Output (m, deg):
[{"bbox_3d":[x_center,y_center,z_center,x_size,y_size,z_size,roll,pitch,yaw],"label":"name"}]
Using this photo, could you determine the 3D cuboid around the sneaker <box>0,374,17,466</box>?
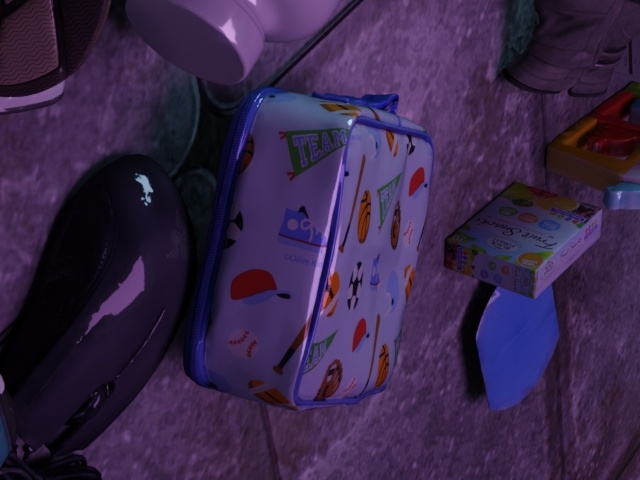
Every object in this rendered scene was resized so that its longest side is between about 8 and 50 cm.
[{"bbox_3d":[-0.242,0.080,1.064,0.121,0.108,0.302,-29,138,-51],"label":"sneaker"}]

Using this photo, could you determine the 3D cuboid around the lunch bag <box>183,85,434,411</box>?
[{"bbox_3d":[0.000,0.000,1.367,0.303,0.115,0.243,0,100,-75],"label":"lunch bag"}]

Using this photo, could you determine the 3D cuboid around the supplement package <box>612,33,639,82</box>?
[{"bbox_3d":[0.383,-0.310,1.857,0.262,0.145,0.204,-47,142,-36],"label":"supplement package"}]

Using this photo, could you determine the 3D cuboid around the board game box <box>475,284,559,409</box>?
[{"bbox_3d":[0.194,0.093,1.880,0.133,0.033,0.168,-44,136,-32],"label":"board game box"}]

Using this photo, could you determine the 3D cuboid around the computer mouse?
[{"bbox_3d":[-0.147,0.075,1.247,0.188,0.072,0.272,27,82,-60],"label":"computer mouse"}]

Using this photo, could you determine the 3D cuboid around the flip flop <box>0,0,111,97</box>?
[{"bbox_3d":[-0.176,-0.213,0.945,0.080,0.112,0.277,-27,100,-83],"label":"flip flop"}]

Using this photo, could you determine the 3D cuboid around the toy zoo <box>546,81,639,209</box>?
[{"bbox_3d":[0.368,-0.101,1.902,0.293,0.192,0.030,-34,133,-47],"label":"toy zoo"}]

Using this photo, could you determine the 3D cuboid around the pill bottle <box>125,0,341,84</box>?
[{"bbox_3d":[-0.025,-0.234,1.203,0.264,0.146,0.146,-61,149,-20],"label":"pill bottle"}]

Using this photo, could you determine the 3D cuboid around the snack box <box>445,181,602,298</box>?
[{"bbox_3d":[0.200,-0.002,1.763,0.141,0.100,0.037,-37,136,-45],"label":"snack box"}]

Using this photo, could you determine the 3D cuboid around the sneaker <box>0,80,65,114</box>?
[{"bbox_3d":[-0.239,-0.121,0.975,0.262,0.099,0.121,-26,119,-61],"label":"sneaker"}]

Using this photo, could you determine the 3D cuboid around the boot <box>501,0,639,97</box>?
[{"bbox_3d":[0.216,-0.205,1.684,0.246,0.083,0.161,8,127,-38],"label":"boot"}]
